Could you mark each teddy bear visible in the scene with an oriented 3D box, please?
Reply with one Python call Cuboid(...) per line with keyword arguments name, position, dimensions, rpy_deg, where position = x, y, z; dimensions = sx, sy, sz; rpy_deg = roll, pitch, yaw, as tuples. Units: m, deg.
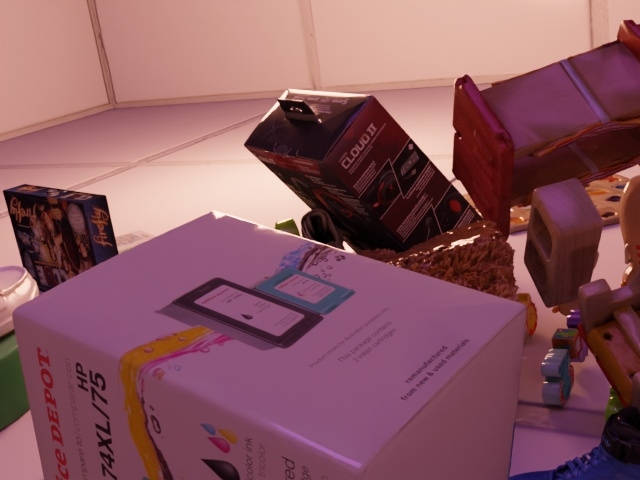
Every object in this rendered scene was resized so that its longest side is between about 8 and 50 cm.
Cuboid(name="teddy bear", position=(0.029, 0.085, 0.835), dimensions=(0.338, 0.113, 0.245), rpy_deg=(-20, 10, -9))

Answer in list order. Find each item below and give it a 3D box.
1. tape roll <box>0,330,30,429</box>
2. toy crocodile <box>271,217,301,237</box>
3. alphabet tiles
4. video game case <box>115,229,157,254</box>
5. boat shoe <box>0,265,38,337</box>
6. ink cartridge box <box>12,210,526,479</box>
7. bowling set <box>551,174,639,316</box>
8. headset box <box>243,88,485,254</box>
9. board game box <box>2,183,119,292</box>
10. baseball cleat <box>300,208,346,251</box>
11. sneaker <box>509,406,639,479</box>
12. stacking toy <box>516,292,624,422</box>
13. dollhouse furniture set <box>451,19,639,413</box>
Cuboid(name="tape roll", position=(-0.480, 0.161, 0.978), dimensions=(0.321, 0.077, 0.321), rpy_deg=(-8, 17, 3))
Cuboid(name="toy crocodile", position=(-0.056, 0.055, 1.096), dimensions=(0.115, 0.105, 0.340), rpy_deg=(-18, 22, -9))
Cuboid(name="alphabet tiles", position=(0.388, -0.071, 1.415), dimensions=(0.285, 0.011, 0.342), rpy_deg=(-12, 17, -11))
Cuboid(name="video game case", position=(-0.352, 0.020, 1.466), dimensions=(0.157, 0.019, 0.143), rpy_deg=(-19, 20, -31))
Cuboid(name="boat shoe", position=(-0.402, 0.069, 0.942), dimensions=(0.098, 0.096, 0.277), rpy_deg=(-5, 17, 12))
Cuboid(name="ink cartridge box", position=(-0.032, 0.127, 0.581), dimensions=(0.270, 0.198, 0.197), rpy_deg=(16, 31, 33))
Cuboid(name="bowling set", position=(0.404, 0.022, 0.926), dimensions=(0.287, 0.154, 0.200), rpy_deg=(-28, 37, -19))
Cuboid(name="headset box", position=(0.050, -0.083, 1.140), dimensions=(0.110, 0.293, 0.218), rpy_deg=(-54, 31, -10))
Cuboid(name="board game box", position=(-0.383, 0.006, 1.280), dimensions=(0.243, 0.165, 0.042), rpy_deg=(8, 24, 45))
Cuboid(name="baseball cleat", position=(0.000, 0.000, 1.205), dimensions=(0.072, 0.109, 0.206), rpy_deg=(-23, 18, -14))
Cuboid(name="sneaker", position=(0.204, 0.162, 0.629), dimensions=(0.152, 0.084, 0.058), rpy_deg=(-3, 18, 17))
Cuboid(name="stacking toy", position=(0.238, 0.115, 0.830), dimensions=(0.167, 0.052, 0.221), rpy_deg=(-1, 21, 33))
Cuboid(name="dollhouse furniture set", position=(0.282, -0.017, 0.799), dimensions=(0.201, 0.152, 0.374), rpy_deg=(-18, 54, -5))
